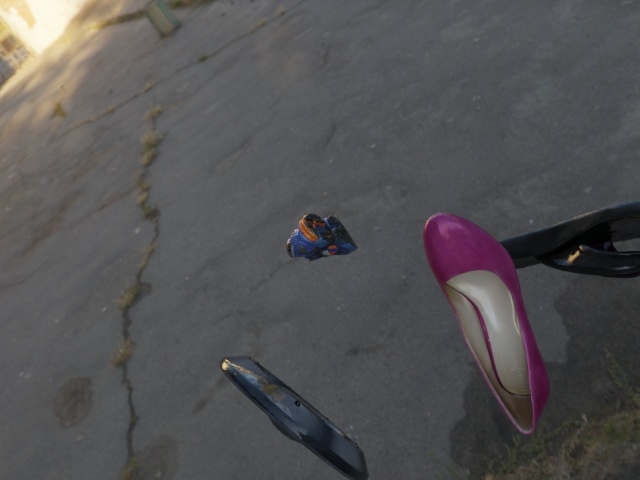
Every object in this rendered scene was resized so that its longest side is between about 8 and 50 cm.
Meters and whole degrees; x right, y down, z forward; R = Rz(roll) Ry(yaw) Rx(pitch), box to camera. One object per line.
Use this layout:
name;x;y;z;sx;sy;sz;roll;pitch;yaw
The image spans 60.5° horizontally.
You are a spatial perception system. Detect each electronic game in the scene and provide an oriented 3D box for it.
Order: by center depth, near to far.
electronic game;-0.034;0.218;0.681;0.048;0.229;0.229;-51;38;-12

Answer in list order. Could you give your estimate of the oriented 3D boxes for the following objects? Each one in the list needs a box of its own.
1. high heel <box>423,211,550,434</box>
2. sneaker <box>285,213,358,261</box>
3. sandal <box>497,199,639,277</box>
high heel;0.171;0.087;0.571;0.082;0.244;0.117;-16;31;27
sneaker;0.000;0.000;1.111;0.087;0.221;0.083;-39;66;20
sandal;0.458;0.024;0.951;0.445;0.167;0.107;-24;67;51
